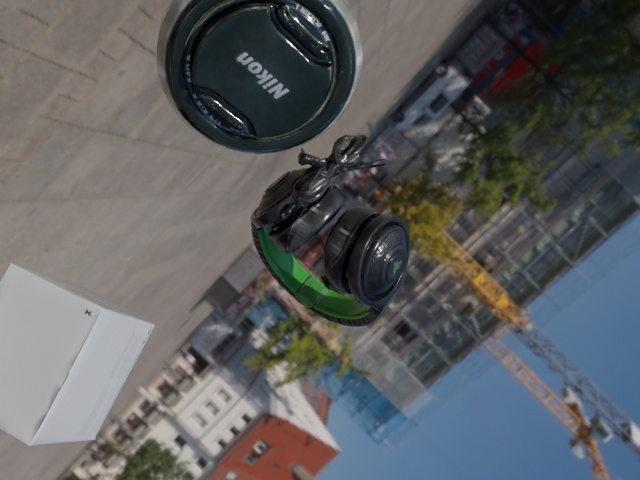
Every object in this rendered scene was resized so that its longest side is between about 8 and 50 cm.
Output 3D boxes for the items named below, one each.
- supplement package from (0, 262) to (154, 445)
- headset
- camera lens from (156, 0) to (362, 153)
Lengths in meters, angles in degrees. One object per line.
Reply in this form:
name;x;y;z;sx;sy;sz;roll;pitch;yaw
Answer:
supplement package;-0.367;0.161;1.045;0.194;0.149;0.203;-64;168;-8
headset;0.000;0.000;1.053;0.185;0.243;0.394;-46;164;-33
camera lens;-0.074;-0.248;0.881;0.219;0.219;0.274;-46;-151;23
